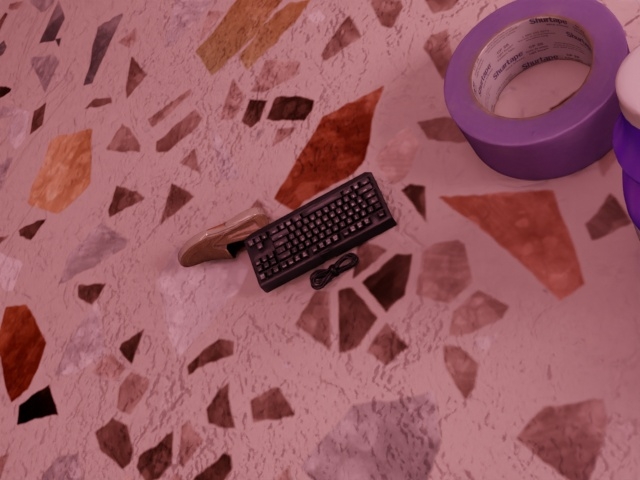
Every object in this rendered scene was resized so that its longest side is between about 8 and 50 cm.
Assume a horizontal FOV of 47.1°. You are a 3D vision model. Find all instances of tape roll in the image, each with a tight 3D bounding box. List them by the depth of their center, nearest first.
[{"bbox_3d":[0.235,-0.165,0.789,0.189,0.080,0.188,-15,60,27],"label":"tape roll"}]

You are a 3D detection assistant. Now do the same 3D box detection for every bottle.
[{"bbox_3d":[0.287,-0.049,0.568,0.092,0.283,0.118,3,67,33],"label":"bottle"}]

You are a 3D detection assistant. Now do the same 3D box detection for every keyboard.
[{"bbox_3d":[0.000,0.000,0.875,0.180,0.023,0.108,-28,68,12],"label":"keyboard"}]

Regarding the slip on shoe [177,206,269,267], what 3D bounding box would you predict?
[{"bbox_3d":[-0.124,0.006,0.950,0.135,0.051,0.041,-27,67,11],"label":"slip on shoe"}]
